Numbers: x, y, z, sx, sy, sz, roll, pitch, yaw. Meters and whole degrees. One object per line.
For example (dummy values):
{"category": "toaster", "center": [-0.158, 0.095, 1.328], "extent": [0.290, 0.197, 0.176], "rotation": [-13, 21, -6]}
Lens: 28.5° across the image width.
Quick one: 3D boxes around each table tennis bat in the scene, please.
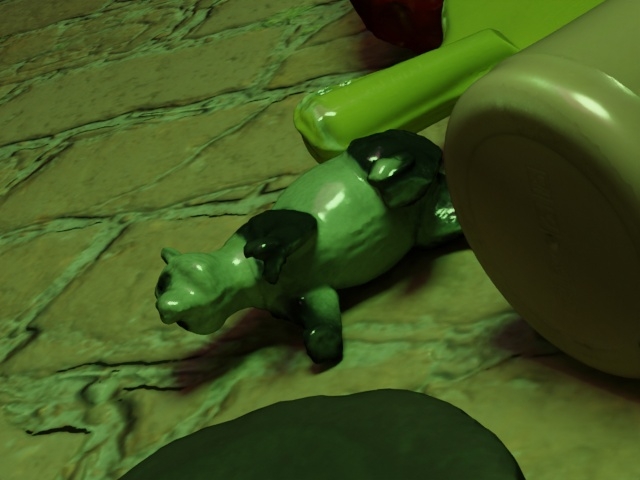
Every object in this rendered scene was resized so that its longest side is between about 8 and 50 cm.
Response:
{"category": "table tennis bat", "center": [0.149, -0.140, 0.920], "extent": [0.369, 0.054, 0.224], "rotation": [-26, 49, -17]}

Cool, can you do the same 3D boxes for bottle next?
{"category": "bottle", "center": [0.230, -0.075, 0.642], "extent": [0.297, 0.173, 0.206], "rotation": [-32, -2, -23]}

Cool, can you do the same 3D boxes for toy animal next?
{"category": "toy animal", "center": [0.000, 0.000, 0.791], "extent": [0.225, 0.094, 0.121], "rotation": [-33, 26, -18]}

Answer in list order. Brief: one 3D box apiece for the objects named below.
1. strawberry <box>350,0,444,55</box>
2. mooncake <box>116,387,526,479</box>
{"category": "strawberry", "center": [0.144, -0.314, 1.142], "extent": [0.318, 0.295, 0.345], "rotation": [6, 71, 15]}
{"category": "mooncake", "center": [-0.022, 0.163, 0.444], "extent": [0.245, 0.133, 0.245], "rotation": [-19, 26, 9]}
